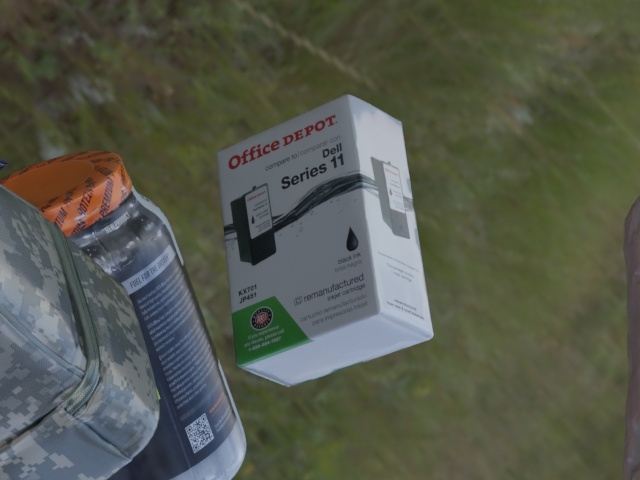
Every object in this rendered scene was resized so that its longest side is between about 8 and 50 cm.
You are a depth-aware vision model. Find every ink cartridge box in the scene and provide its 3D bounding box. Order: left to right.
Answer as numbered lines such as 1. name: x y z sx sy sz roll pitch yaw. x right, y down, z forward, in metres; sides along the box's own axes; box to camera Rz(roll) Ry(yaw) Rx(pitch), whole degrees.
1. ink cartridge box: 0.000 0.000 1.477 0.153 0.208 0.087 -23 151 29

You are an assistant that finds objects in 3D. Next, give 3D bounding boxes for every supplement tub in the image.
1. supplement tub: -0.215 0.097 1.690 0.207 0.338 0.207 -15 -159 6

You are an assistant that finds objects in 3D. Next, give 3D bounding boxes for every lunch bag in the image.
1. lunch bag: -0.304 0.093 1.276 0.305 0.212 0.256 -32 137 13

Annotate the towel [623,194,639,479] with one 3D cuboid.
1. towel: 0.238 0.066 0.925 0.053 0.331 0.317 11 152 -10
